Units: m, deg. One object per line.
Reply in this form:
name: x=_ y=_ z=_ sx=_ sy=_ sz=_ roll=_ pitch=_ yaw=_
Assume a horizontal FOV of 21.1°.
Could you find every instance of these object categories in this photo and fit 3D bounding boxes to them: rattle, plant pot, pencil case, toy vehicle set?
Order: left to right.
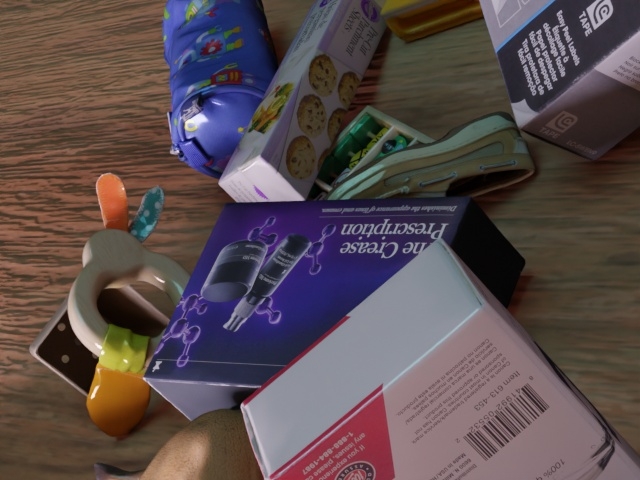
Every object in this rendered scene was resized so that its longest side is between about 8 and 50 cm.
plant pot: x=-0.219 y=0.098 z=1.664 sx=0.109 sy=0.109 sz=0.096 roll=-55 pitch=19 yaw=-18
rattle: x=-0.182 y=0.057 z=1.613 sx=0.130 sy=0.142 sz=0.199 roll=-17 pitch=56 yaw=-9
pencil case: x=-0.107 y=-0.176 z=1.841 sx=0.133 sy=0.119 sz=0.306 roll=-21 pitch=33 yaw=5
toy vehicle set: x=0.000 y=0.000 z=1.582 sx=0.267 sy=0.035 sz=0.166 roll=-47 pitch=31 yaw=-5

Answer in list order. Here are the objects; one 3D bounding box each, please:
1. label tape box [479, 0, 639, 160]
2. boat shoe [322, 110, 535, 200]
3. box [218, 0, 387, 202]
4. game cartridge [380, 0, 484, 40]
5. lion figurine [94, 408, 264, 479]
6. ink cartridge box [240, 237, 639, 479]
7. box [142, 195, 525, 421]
label tape box: x=0.278 y=-0.259 z=1.375 sx=0.334 sy=0.106 sz=0.240 roll=-40 pitch=46 yaw=34
boat shoe: x=0.093 y=-0.042 z=1.465 sx=0.190 sy=0.068 sz=0.072 roll=-27 pitch=64 yaw=0
box: x=-0.011 y=-0.143 z=1.692 sx=0.063 sy=0.067 sz=0.324 roll=-29 pitch=23 yaw=37
game cartridge: x=0.225 y=-0.360 z=1.753 sx=0.285 sy=0.052 sz=0.323 roll=-14 pitch=39 yaw=41
lion figurine: x=-0.074 y=0.225 z=1.277 sx=0.240 sy=0.142 sz=0.392 roll=-50 pitch=36 yaw=18
ink cartridge box: x=0.094 y=0.145 z=1.097 sx=0.172 sy=0.237 sz=0.100 roll=-40 pitch=28 yaw=7
box: x=0.009 y=0.065 z=1.389 sx=0.261 sy=0.103 sz=0.184 roll=-1 pitch=57 yaw=40
